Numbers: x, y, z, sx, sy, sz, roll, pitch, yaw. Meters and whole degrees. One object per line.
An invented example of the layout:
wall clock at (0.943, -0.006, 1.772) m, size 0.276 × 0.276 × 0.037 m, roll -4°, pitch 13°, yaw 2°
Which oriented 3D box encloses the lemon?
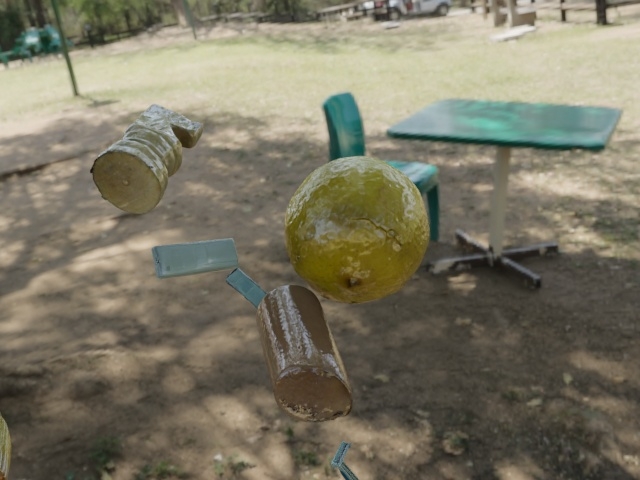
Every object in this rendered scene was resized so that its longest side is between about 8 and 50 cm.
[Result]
lemon at (0.066, -0.021, 1.390) m, size 0.293 × 0.293 × 0.293 m, roll -10°, pitch 19°, yaw 3°

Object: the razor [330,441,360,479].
razor at (0.087, 0.480, 1.457) m, size 0.037 × 0.191 × 0.068 m, roll -34°, pitch 9°, yaw 32°

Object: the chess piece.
chess piece at (-0.329, -0.182, 1.478) m, size 0.137 × 0.137 × 0.301 m, roll -7°, pitch 32°, yaw 14°

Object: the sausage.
sausage at (-0.030, 0.184, 1.223) m, size 0.123 × 0.123 × 0.253 m, roll -14°, pitch 27°, yaw -7°

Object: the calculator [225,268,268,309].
calculator at (-0.184, 0.145, 2.075) m, size 0.057 × 0.172 × 0.018 m, roll -44°, pitch 12°, yaw 20°

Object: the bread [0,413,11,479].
bread at (-0.645, 0.402, 1.297) m, size 0.204 × 0.288 × 0.156 m, roll 18°, pitch 39°, yaw -22°

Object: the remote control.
remote control at (-0.221, 0.030, 1.358) m, size 0.162 × 0.061 × 0.029 m, roll -7°, pitch -12°, yaw -40°
